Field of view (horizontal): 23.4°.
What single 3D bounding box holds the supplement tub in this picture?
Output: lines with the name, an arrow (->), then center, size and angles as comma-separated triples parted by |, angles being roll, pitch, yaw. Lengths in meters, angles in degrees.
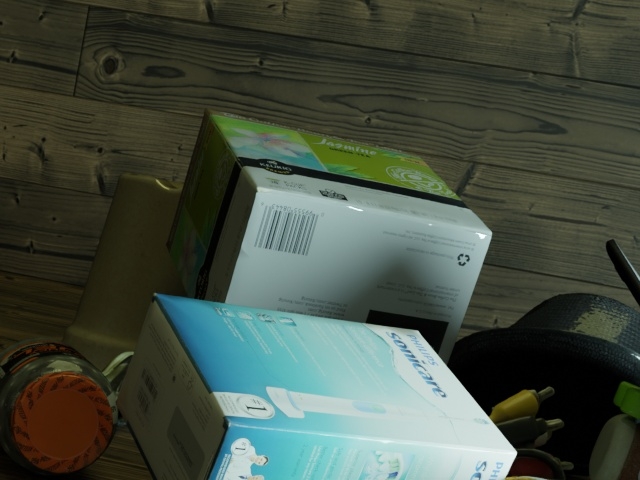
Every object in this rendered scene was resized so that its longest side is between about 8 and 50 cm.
supplement tub -> -0.261, 0.161, 1.494 | 0.117, 0.117, 0.190 | 10, 1, -19

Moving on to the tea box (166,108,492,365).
tea box -> 0.000, 0.000, 2.057 | 0.329, 0.220, 0.323 | 10, 18, -21

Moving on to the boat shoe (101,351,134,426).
boat shoe -> -0.233, 0.185, 1.841 | 0.073, 0.080, 0.223 | 16, 7, 13

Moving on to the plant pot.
plant pot -> -0.218, 0.064, 2.310 | 0.334, 0.305, 0.334 | 10, 1, 0

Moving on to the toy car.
toy car -> 0.400, 0.268, 1.741 | 0.188, 0.155, 0.149 | 23, 2, 5

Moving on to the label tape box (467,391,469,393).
label tape box -> 0.054, 0.217, 1.946 | 0.241, 0.106, 0.334 | 9, 1, -16

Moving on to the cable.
cable -> 0.172, 0.257, 1.822 | 0.287, 0.139, 0.072 | -9, -19, -16

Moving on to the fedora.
fedora -> 0.333, 0.171, 2.039 | 0.334, 0.152, 0.334 | 18, -38, 14

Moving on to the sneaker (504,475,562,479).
sneaker -> 0.264, 0.259, 1.316 | 0.131, 0.112, 0.296 | 10, 1, -24

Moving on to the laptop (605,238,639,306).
laptop -> 0.538, 0.167, 1.601 | 0.408, 0.236, 0.382 | 51, 11, -26

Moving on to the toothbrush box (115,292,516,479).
toothbrush box -> -0.007, 0.168, 1.404 | 0.295, 0.126, 0.216 | 8, 24, -30
